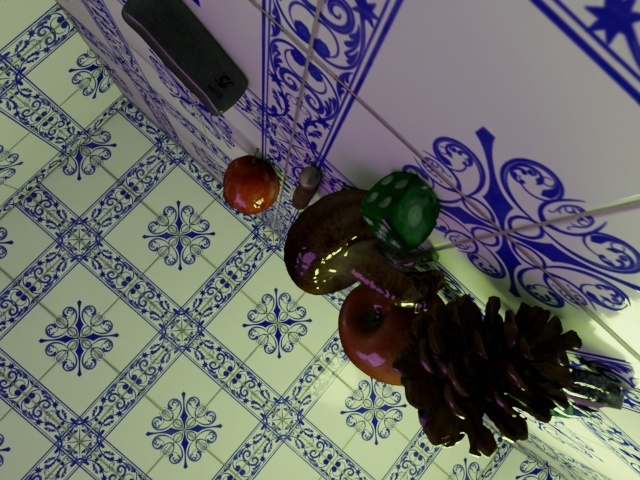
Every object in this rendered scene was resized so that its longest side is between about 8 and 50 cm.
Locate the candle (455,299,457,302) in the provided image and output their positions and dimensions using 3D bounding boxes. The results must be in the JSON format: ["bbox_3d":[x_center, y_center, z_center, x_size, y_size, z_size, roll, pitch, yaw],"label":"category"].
[{"bbox_3d":[0.477,0.281,1.357,0.192,0.068,0.168,46,170,-1],"label":"candle"}]

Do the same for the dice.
[{"bbox_3d":[0.169,-0.063,0.893,0.131,0.128,0.120,47,169,-31],"label":"dice"}]

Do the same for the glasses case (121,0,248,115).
[{"bbox_3d":[-0.329,-0.473,1.037,0.323,0.131,0.074,47,163,-26],"label":"glasses case"}]

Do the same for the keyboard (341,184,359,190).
[{"bbox_3d":[0.166,-0.047,1.263,0.106,0.027,0.317,30,164,52],"label":"keyboard"}]

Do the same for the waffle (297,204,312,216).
[{"bbox_3d":[-0.003,0.001,1.534,0.060,0.307,0.312,-13,129,20],"label":"waffle"}]

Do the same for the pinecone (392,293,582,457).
[{"bbox_3d":[0.383,0.280,0.917,0.384,0.384,0.384,40,170,9],"label":"pinecone"}]

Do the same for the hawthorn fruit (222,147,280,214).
[{"bbox_3d":[-0.273,-0.246,1.636,0.241,0.241,0.272,38,138,18],"label":"hawthorn fruit"}]

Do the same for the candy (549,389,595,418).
[{"bbox_3d":[0.734,0.518,1.366,0.187,0.077,0.331,37,167,13],"label":"candy"}]

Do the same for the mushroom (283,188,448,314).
[{"bbox_3d":[0.081,0.059,1.087,0.331,0.334,0.357,-30,75,48],"label":"mushroom"}]

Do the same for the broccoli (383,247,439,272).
[{"bbox_3d":[0.257,0.053,1.191,0.204,0.118,0.123,-6,102,56],"label":"broccoli"}]

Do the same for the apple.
[{"bbox_3d":[0.227,0.271,1.278,0.348,0.349,0.277,31,174,47],"label":"apple"}]

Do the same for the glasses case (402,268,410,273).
[{"bbox_3d":[0.262,0.099,1.388,0.197,0.049,0.076,33,180,-23],"label":"glasses case"}]

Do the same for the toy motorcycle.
[{"bbox_3d":[0.600,0.360,1.075,0.188,0.143,0.326,38,158,-30],"label":"toy motorcycle"}]

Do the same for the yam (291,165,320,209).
[{"bbox_3d":[-0.053,-0.172,1.415,0.081,0.081,0.357,42,170,0],"label":"yam"}]
